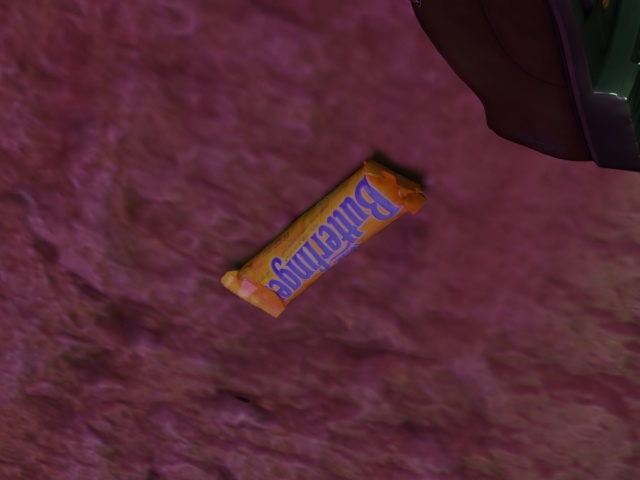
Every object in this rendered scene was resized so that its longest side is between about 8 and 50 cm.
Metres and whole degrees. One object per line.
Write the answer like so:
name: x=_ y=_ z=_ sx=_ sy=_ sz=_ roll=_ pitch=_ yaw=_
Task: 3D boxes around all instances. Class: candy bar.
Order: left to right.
candy bar: x=0.000 y=0.000 z=0.767 sx=0.040 sy=0.018 sz=0.161 roll=33 pitch=143 yaw=-15

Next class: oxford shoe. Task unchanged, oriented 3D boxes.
oxford shoe: x=0.066 y=-0.110 z=0.541 sx=0.096 sy=0.083 sz=0.227 roll=7 pitch=140 yaw=27
